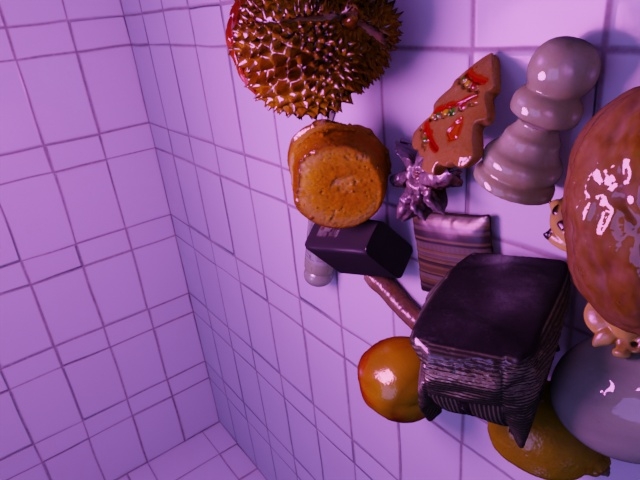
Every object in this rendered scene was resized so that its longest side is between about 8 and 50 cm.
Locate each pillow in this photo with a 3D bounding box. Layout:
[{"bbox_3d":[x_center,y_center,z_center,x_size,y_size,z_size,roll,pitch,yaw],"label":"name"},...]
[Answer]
[{"bbox_3d":[0.295,0.035,1.152,0.208,0.052,0.212,12,119,50],"label":"pillow"}]

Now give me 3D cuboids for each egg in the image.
[{"bbox_3d":[0.494,0.245,0.822,0.203,0.202,0.282,65,159,5],"label":"egg"}]

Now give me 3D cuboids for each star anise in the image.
[{"bbox_3d":[0.222,-0.139,1.096,0.236,0.092,0.229,-144,57,-64],"label":"star anise"}]

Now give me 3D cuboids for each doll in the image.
[{"bbox_3d":[0.441,0.041,0.816,0.117,0.086,0.291,-30,53,30],"label":"doll"}]

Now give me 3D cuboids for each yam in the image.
[{"bbox_3d":[0.222,0.175,1.348,0.299,0.066,0.066,45,142,33],"label":"yam"}]

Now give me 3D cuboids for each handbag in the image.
[{"bbox_3d":[0.312,0.190,0.950,0.247,0.340,0.240,7,123,33],"label":"handbag"}]

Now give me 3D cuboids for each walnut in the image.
[{"bbox_3d":[0.457,-0.023,0.626,0.306,0.305,0.344,16,119,53],"label":"walnut"}]

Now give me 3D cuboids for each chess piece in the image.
[{"bbox_3d":[0.357,-0.199,0.839,0.144,0.144,0.252,42,134,36],"label":"chess piece"}]

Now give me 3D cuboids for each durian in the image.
[{"bbox_3d":[-0.023,-0.426,1.103,0.384,0.347,0.348,19,125,64],"label":"durian"}]

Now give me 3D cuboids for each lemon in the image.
[{"bbox_3d":[0.439,0.369,1.015,0.248,0.184,0.184,19,126,36],"label":"lemon"}]

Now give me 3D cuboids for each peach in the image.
[{"bbox_3d":[0.208,0.351,1.322,0.231,0.230,0.231,35,136,42],"label":"peach"}]

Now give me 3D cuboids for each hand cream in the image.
[{"bbox_3d":[0.000,0.000,1.557,0.147,0.093,0.306,43,140,44],"label":"hand cream"}]

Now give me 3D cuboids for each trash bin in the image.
[{"bbox_3d":[0.099,0.018,1.335,0.165,0.115,0.225,38,162,-34],"label":"trash bin"}]

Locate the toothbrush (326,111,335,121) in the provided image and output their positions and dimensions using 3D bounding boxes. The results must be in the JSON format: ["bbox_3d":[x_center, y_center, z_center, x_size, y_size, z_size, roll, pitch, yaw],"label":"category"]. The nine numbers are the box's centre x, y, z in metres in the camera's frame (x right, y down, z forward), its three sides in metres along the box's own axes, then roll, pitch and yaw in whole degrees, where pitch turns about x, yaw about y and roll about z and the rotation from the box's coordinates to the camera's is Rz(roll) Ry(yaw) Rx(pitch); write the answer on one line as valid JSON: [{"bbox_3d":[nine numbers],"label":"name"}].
[{"bbox_3d":[-0.002,-0.248,1.466,0.294,0.026,0.028,113,142,-51],"label":"toothbrush"}]

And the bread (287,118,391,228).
[{"bbox_3d":[0.045,-0.149,1.202,0.146,0.268,0.269,-83,0,-51],"label":"bread"}]

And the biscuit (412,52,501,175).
[{"bbox_3d":[0.252,-0.231,0.947,0.239,0.041,0.212,-64,23,10],"label":"biscuit"}]
